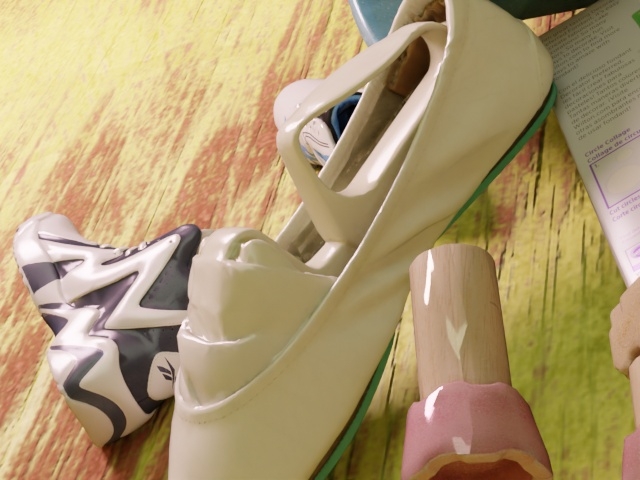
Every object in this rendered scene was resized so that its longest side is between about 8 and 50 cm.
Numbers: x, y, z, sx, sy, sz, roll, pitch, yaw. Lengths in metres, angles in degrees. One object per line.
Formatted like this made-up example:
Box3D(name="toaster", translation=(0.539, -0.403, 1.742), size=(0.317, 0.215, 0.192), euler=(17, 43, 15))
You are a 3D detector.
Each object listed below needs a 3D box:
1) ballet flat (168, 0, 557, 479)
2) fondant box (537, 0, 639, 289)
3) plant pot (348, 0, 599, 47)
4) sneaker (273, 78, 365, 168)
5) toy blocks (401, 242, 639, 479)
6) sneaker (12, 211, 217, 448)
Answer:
Box3D(name="ballet flat", translation=(0.000, 0.000, 0.898), size=(0.139, 0.139, 0.400), euler=(14, 63, 47))
Box3D(name="fondant box", translation=(0.274, -0.077, 0.887), size=(0.238, 0.096, 0.330), euler=(-30, 31, 15))
Box3D(name="plant pot", translation=(0.197, -0.314, 1.081), size=(0.334, 0.341, 0.341), euler=(-7, 30, -10))
Box3D(name="sneaker", translation=(0.023, -0.090, 1.137), size=(0.085, 0.086, 0.237), euler=(-34, 31, -9))
Box3D(name="toy blocks", translation=(0.221, 0.076, 0.579), size=(0.309, 0.288, 0.260), euler=(11, 51, -18))
Box3D(name="sneaker", translation=(-0.126, 0.031, 1.057), size=(0.153, 0.094, 0.235), euler=(-27, 31, -3))
